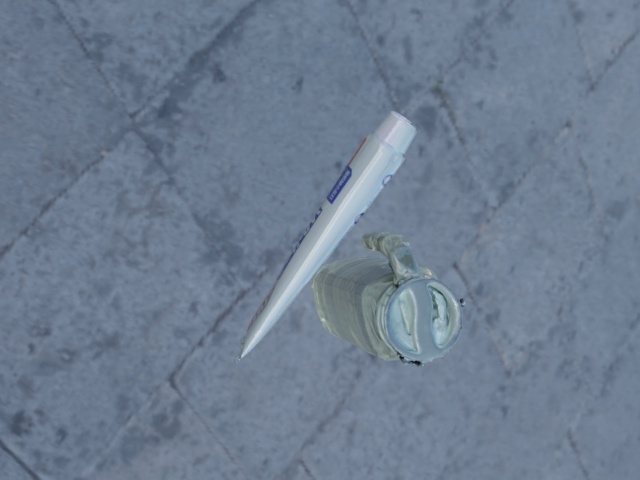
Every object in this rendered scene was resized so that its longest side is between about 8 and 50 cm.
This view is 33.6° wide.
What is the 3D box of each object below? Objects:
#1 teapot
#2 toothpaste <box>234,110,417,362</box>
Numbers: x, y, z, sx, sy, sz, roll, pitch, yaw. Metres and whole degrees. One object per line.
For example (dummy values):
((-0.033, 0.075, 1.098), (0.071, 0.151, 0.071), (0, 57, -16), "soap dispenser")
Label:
((0.052, 0.041, 0.913), (0.077, 0.200, 0.107), (-14, 97, -15), "teapot")
((0.000, 0.000, 0.784), (0.033, 0.052, 0.218), (33, 103, -8), "toothpaste")
